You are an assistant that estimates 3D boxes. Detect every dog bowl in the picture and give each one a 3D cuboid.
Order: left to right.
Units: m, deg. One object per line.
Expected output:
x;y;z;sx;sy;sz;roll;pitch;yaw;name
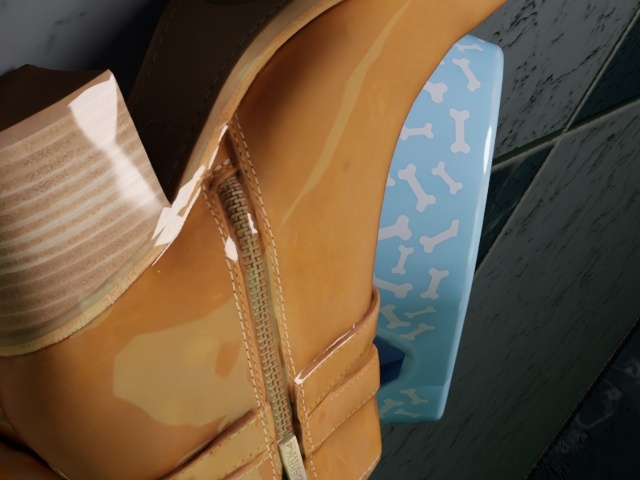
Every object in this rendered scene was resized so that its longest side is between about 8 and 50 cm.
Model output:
0.044;-0.001;0.805;0.297;0.074;0.166;90;9;-62;dog bowl

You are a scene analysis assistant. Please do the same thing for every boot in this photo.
0.000;0.000;0.603;0.283;0.109;0.220;-36;119;-29;boot

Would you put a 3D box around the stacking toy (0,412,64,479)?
-0.087;0.089;0.711;0.302;0.166;0.175;-56;173;-21;stacking toy
